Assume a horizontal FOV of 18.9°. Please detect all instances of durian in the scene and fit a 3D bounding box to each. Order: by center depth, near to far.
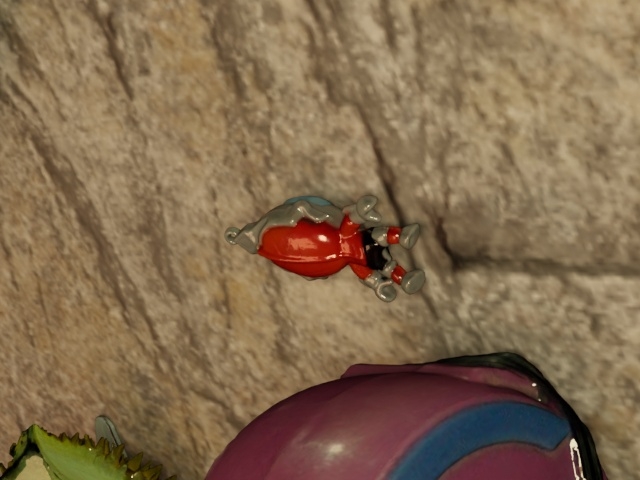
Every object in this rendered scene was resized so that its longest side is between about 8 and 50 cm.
[{"bbox_3d":[-0.115,0.211,1.225,0.220,0.095,0.137,37,112,2],"label":"durian"}]

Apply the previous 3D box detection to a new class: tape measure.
[{"bbox_3d":[0.047,0.183,0.925,0.149,0.231,0.245,-1,113,49],"label":"tape measure"}]

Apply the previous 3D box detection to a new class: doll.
[{"bbox_3d":[0.001,-0.001,0.989,0.114,0.039,0.057,9,158,29],"label":"doll"}]

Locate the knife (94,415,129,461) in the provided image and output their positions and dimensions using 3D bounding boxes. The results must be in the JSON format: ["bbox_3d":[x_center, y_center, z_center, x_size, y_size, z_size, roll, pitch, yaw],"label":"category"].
[{"bbox_3d":[-0.100,0.236,1.301,0.063,0.034,0.260,-19,97,60],"label":"knife"}]
